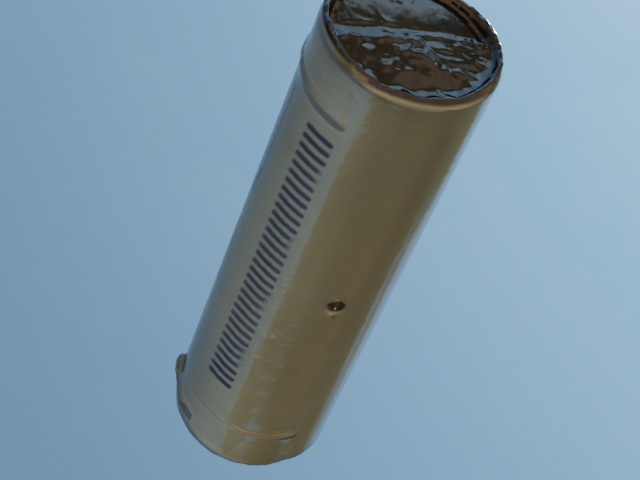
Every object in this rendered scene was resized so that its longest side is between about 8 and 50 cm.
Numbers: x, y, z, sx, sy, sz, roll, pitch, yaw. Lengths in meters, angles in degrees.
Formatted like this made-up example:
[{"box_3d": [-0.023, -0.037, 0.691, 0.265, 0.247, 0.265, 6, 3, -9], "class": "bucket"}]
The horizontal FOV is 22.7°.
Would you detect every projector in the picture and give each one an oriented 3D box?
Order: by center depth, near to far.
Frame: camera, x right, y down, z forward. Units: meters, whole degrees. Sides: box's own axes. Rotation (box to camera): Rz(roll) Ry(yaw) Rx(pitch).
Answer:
[{"box_3d": [0.000, 0.000, 0.950, 0.108, 0.337, 0.108, 12, -134, -12], "class": "projector"}]
